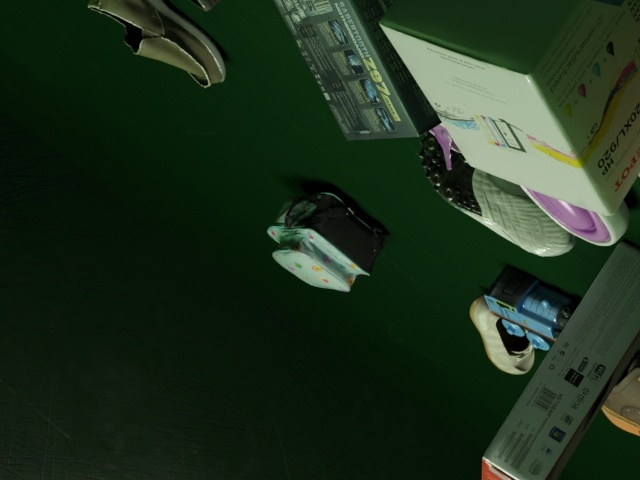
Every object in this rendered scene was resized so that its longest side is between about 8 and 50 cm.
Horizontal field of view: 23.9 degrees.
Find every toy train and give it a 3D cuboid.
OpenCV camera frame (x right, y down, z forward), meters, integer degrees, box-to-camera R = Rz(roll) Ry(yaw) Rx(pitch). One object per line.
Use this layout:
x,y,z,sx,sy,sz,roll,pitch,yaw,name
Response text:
0.338,0.114,2.290,0.184,0.080,0.105,26,159,36,toy train

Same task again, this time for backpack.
0.000,0.000,2.596,0.166,0.144,0.188,35,172,-27,backpack

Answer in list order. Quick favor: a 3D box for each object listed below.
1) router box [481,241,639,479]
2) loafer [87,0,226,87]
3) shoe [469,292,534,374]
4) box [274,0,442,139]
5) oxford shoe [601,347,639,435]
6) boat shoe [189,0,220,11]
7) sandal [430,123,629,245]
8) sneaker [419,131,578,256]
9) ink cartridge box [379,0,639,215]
0.334,0.195,2.001,0.082,0.335,0.301,31,169,14,router box
-0.244,-0.300,2.209,0.251,0.087,0.094,41,166,-26,loafer
0.316,0.169,2.553,0.058,0.076,0.219,30,166,43,shoe
0.036,-0.222,1.657,0.233,0.059,0.183,61,161,-14,box
0.506,0.230,2.181,0.133,0.130,0.363,50,161,-26,oxford shoe
-0.213,-0.367,1.917,0.227,0.069,0.081,31,167,18,boat shoe
0.190,-0.116,1.727,0.416,0.102,0.169,39,165,-14,sandal
0.225,-0.060,1.925,0.237,0.085,0.086,38,-165,15,sneaker
0.201,-0.167,1.346,0.168,0.171,0.233,25,165,38,ink cartridge box
